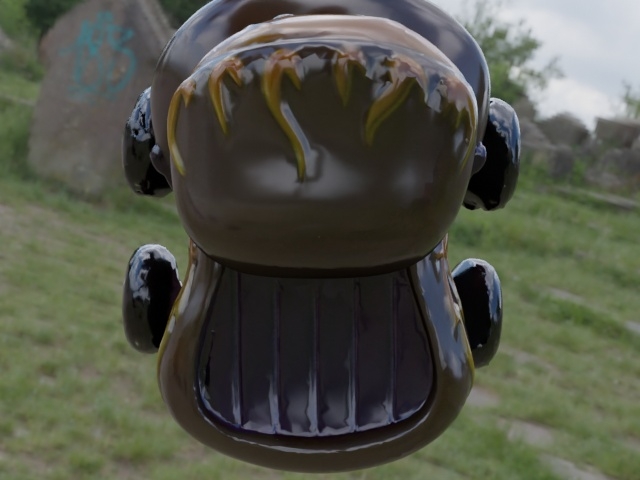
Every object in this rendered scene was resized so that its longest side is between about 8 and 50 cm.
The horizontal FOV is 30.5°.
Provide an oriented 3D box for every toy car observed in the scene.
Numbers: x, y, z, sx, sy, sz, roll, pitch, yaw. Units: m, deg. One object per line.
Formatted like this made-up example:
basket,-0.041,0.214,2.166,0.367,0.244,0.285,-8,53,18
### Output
toy car,0.000,0.000,0.739,0.271,0.341,0.240,1,10,-1
